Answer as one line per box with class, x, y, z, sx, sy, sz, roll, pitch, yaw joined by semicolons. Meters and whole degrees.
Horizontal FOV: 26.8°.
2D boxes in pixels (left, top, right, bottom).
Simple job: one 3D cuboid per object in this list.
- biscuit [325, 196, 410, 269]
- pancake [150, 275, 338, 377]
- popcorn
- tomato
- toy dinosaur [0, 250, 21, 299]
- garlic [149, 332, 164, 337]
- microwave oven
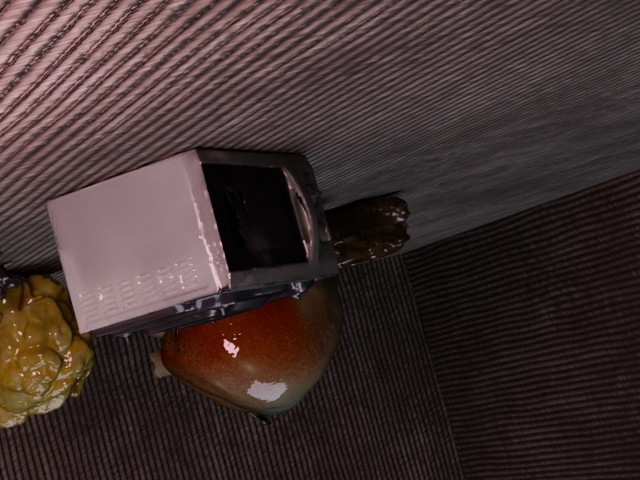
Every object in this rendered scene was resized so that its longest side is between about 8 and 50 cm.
biscuit;-0.010;0.004;2.433;0.268;0.115;0.366;-17;174;30
pancake;-0.133;0.149;2.394;0.377;0.054;0.197;-27;-150;-1
popcorn;-0.476;0.171;2.161;0.235;0.241;0.250;-12;172;-8
tomato;-0.102;0.157;2.173;0.303;0.239;0.303;-47;180;0
toy dinosaur;-0.485;0.040;1.903;0.179;0.087;0.187;-56;177;21
garlic;-0.239;0.087;2.388;0.191;0.160;0.214;-10;177;40
microwave oven;-0.140;0.008;1.599;0.238;0.181;0.295;-18;175;23
